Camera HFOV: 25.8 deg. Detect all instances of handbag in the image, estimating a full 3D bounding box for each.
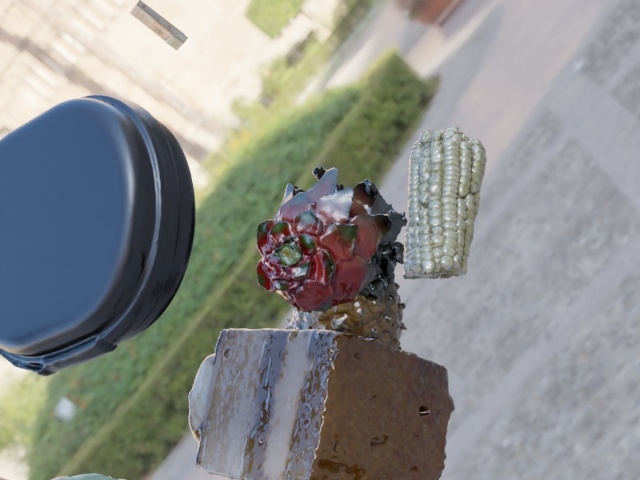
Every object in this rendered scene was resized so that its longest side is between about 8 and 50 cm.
[{"bbox_3d":[-0.240,-0.004,1.361,0.308,0.253,0.093,-21,-19,40],"label":"handbag"}]

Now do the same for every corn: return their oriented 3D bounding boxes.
[{"bbox_3d":[0.135,-0.031,1.523,0.087,0.087,0.210,-45,29,50],"label":"corn"}]

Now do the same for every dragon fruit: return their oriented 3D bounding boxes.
[{"bbox_3d":[-0.002,0.002,1.394,0.142,0.130,0.121,-45,-2,-15],"label":"dragon fruit"}]

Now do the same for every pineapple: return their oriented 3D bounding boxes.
[{"bbox_3d":[0.044,0.052,1.779,0.158,0.158,0.278,-58,-17,-57],"label":"pineapple"}]

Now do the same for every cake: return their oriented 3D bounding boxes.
[{"bbox_3d":[-0.016,0.209,1.626,0.293,0.199,0.196,-1,76,49],"label":"cake"}]

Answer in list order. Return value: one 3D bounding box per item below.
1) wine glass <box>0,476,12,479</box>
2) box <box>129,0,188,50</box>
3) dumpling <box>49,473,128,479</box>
[{"bbox_3d":[-0.515,0.368,1.825,0.096,0.310,0.264,-57,24,13],"label":"wine glass"},{"bbox_3d":[-0.222,-0.295,1.913,0.012,0.083,0.046,-56,12,-19],"label":"box"},{"bbox_3d":[-0.101,0.213,0.733,0.108,0.219,0.152,27,103,47],"label":"dumpling"}]
